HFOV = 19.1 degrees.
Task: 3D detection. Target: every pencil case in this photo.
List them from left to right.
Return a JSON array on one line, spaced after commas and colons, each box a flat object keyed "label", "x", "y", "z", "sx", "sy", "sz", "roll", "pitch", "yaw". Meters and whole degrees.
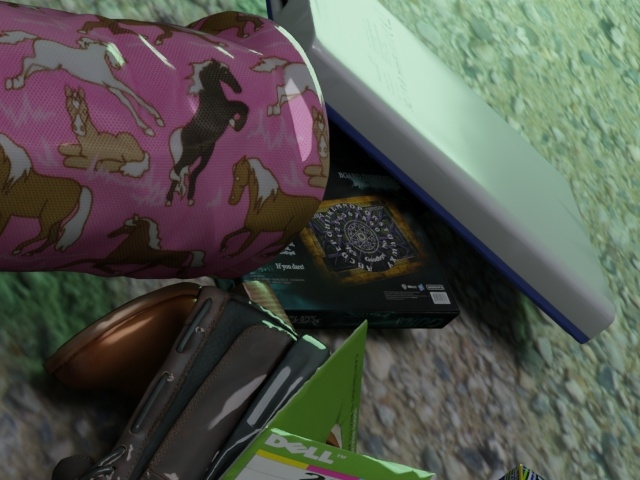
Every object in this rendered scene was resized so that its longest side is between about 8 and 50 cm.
[{"label": "pencil case", "x": -0.176, "y": -0.059, "z": 0.960, "sx": 0.386, "sy": 0.160, "sz": 0.167, "roll": 3, "pitch": 61, "yaw": -40}]

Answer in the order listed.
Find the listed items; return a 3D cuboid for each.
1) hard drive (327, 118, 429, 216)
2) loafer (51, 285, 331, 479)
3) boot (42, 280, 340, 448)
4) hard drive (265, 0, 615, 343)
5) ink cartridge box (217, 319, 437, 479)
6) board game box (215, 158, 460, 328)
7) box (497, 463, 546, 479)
[{"label": "hard drive", "x": 0.033, "y": -0.071, "z": 1.399, "sx": 0.135, "sy": 0.022, "sz": 0.094, "roll": 53, "pitch": 33, "yaw": 2}, {"label": "loafer", "x": -0.097, "y": 0.126, "z": 0.962, "sx": 0.084, "sy": 0.096, "sz": 0.267, "roll": 37, "pitch": 51, "yaw": 6}, {"label": "boot", "x": -0.057, "y": 0.103, "z": 1.075, "sx": 0.197, "sy": 0.073, "sz": 0.152, "roll": -8, "pitch": 70, "yaw": -51}, {"label": "hard drive", "x": 0.084, "y": -0.080, "z": 1.395, "sx": 0.318, "sy": 0.040, "sz": 0.210, "roll": 40, "pitch": 21, "yaw": -26}, {"label": "ink cartridge box", "x": 0.009, "y": 0.180, "z": 0.956, "sx": 0.097, "sy": 0.189, "sz": 0.255, "roll": 13, "pitch": 29, "yaw": 19}, {"label": "board game box", "x": 0.000, "y": 0.000, "z": 1.265, "sx": 0.186, "sy": 0.026, "sz": 0.126, "roll": 3, "pitch": 55, "yaw": -41}, {"label": "box", "x": 0.127, "y": 0.228, "z": 1.188, "sx": 0.054, "sy": 0.059, "sz": 0.169, "roll": 32, "pitch": 37, "yaw": -24}]
